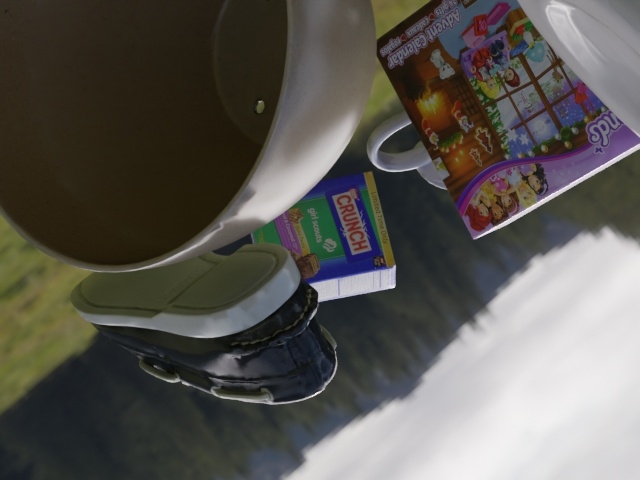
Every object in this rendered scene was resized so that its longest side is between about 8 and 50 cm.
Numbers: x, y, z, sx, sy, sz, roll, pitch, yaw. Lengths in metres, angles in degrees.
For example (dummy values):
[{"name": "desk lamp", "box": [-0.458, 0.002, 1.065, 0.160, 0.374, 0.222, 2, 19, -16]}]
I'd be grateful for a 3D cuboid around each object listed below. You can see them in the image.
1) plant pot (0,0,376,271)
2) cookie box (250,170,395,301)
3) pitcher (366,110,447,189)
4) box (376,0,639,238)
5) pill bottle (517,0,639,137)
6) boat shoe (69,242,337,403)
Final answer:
[{"name": "plant pot", "box": [-0.074, -0.125, 1.167, 0.284, 0.284, 0.191, -41, 158, 30]}, {"name": "cookie box", "box": [0.000, 0.000, 1.474, 0.107, 0.092, 0.040, -11, 153, -5]}, {"name": "pitcher", "box": [0.156, -0.132, 1.814, 0.178, 0.125, 0.207, 3, 143, -28]}, {"name": "box", "box": [0.194, -0.150, 1.537, 0.057, 0.201, 0.293, -23, 173, -46]}, {"name": "pill bottle", "box": [0.291, -0.216, 1.005, 0.361, 0.204, 0.204, -45, 179, -2]}, {"name": "boat shoe", "box": [-0.088, 0.058, 1.288, 0.114, 0.091, 0.302, -35, -162, -16]}]
